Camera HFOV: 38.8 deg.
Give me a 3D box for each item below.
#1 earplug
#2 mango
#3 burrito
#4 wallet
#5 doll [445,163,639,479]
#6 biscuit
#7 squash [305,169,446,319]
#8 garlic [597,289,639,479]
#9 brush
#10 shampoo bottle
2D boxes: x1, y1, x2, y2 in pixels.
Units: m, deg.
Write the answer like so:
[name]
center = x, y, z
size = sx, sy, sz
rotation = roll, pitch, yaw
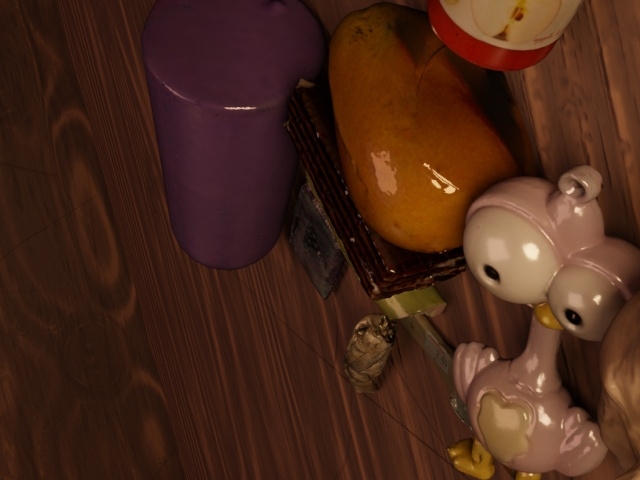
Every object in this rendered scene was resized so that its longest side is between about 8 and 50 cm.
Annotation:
[earplug]
center = -0.125, -0.116, 1.229
size = 0.456, 0.215, 0.215
rotation = 102, 145, -57
[mango]
center = 0.077, -0.101, 0.821
size = 0.166, 0.136, 0.236
rotation = 142, 113, -69
[burrito]
center = 0.059, 0.139, 1.133
size = 0.058, 0.063, 0.229
rotation = 25, 159, 11
[wallet]
center = 0.001, -0.001, 1.232
size = 0.111, 0.030, 0.166
rotation = 59, 157, 21
[doll]
center = 0.180, 0.087, 0.748
size = 0.160, 0.094, 0.365
rotation = 37, 143, 35
[biscuit]
center = 0.055, -0.064, 0.941
size = 0.252, 0.106, 0.070
rotation = 64, 156, 22
[squash]
center = 0.053, -0.018, 1.017
size = 0.250, 0.083, 0.083
rotation = 65, 157, 17
[garlic]
center = 0.221, 0.123, 0.521
size = 0.218, 0.212, 0.218
rotation = 53, 157, 35
[brush]
center = 0.126, 0.119, 1.018
size = 0.336, 0.020, 0.085
rotation = 53, 151, 44
[shampoo bottle]
center = 0.155, -0.231, 0.566
size = 0.104, 0.104, 0.278
rotation = 65, 157, 22
